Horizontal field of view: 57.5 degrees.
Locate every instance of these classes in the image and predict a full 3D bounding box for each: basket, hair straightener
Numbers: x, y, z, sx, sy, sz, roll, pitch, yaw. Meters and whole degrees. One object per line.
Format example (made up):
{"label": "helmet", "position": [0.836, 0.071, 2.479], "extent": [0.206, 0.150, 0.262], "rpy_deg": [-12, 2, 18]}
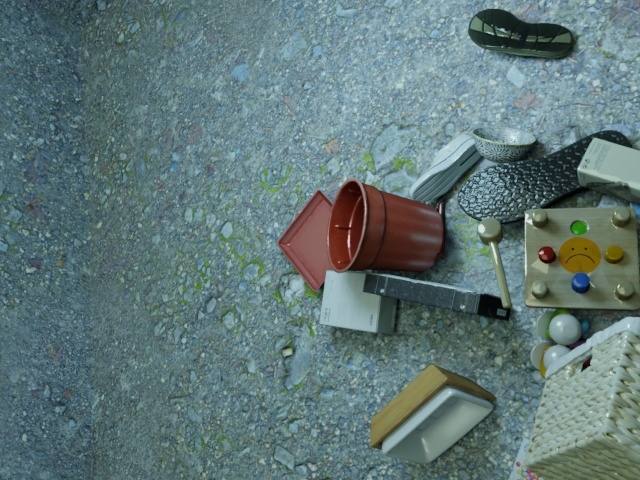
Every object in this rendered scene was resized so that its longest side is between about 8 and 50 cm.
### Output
{"label": "basket", "position": [0.630, 0.378, 1.147], "extent": [0.332, 0.328, 0.266], "rpy_deg": [31, 59, 7]}
{"label": "hair straightener", "position": [0.329, -0.053, 1.755], "extent": [0.089, 0.047, 0.230], "rpy_deg": [-6, 76, 36]}

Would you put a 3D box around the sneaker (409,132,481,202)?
{"label": "sneaker", "position": [0.365, -0.214, 1.734], "extent": [0.258, 0.094, 0.091], "rpy_deg": [-38, 36, 6]}

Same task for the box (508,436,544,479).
{"label": "box", "position": [0.547, 0.609, 1.450], "extent": [0.145, 0.038, 0.186], "rpy_deg": [21, 92, 38]}

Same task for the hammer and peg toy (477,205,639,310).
{"label": "hammer and peg toy", "position": [0.578, 0.049, 1.434], "extent": [0.362, 0.127, 0.265], "rpy_deg": [-1, 72, 21]}

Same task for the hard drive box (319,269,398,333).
{"label": "hard drive box", "position": [0.119, 0.190, 1.819], "extent": [0.232, 0.089, 0.180], "rpy_deg": [1, 81, 44]}

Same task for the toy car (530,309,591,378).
{"label": "toy car", "position": [0.606, 0.258, 1.433], "extent": [0.137, 0.159, 0.181], "rpy_deg": [11, 86, 4]}

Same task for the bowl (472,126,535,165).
{"label": "bowl", "position": [0.501, -0.256, 1.622], "extent": [0.170, 0.170, 0.080], "rpy_deg": [27, 125, 38]}

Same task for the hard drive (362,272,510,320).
{"label": "hard drive", "position": [0.318, 0.152, 1.599], "extent": [0.339, 0.237, 0.064], "rpy_deg": [7, 84, 39]}

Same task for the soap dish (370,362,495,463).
{"label": "soap dish", "position": [0.293, 0.466, 1.567], "extent": [0.291, 0.229, 0.118], "rpy_deg": [-48, 40, 19]}

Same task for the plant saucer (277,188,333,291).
{"label": "plant saucer", "position": [0.000, 0.000, 1.992], "extent": [0.258, 0.048, 0.259], "rpy_deg": [-52, 56, 16]}

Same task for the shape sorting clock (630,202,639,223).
{"label": "shape sorting clock", "position": [0.847, -0.105, 1.380], "extent": [0.206, 0.040, 0.206], "rpy_deg": [-9, 75, 35]}

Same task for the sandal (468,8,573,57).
{"label": "sandal", "position": [0.566, -0.575, 1.677], "extent": [0.303, 0.086, 0.120], "rpy_deg": [26, 90, 23]}

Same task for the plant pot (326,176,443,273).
{"label": "plant pot", "position": [0.189, -0.024, 1.680], "extent": [0.272, 0.265, 0.272], "rpy_deg": [-171, 90, -70]}

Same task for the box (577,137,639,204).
{"label": "box", "position": [0.751, -0.140, 1.351], "extent": [0.275, 0.113, 0.094], "rpy_deg": [27, 88, 32]}

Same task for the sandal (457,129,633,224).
{"label": "sandal", "position": [0.595, -0.146, 1.556], "extent": [0.446, 0.107, 0.167], "rpy_deg": [-18, 68, 20]}
